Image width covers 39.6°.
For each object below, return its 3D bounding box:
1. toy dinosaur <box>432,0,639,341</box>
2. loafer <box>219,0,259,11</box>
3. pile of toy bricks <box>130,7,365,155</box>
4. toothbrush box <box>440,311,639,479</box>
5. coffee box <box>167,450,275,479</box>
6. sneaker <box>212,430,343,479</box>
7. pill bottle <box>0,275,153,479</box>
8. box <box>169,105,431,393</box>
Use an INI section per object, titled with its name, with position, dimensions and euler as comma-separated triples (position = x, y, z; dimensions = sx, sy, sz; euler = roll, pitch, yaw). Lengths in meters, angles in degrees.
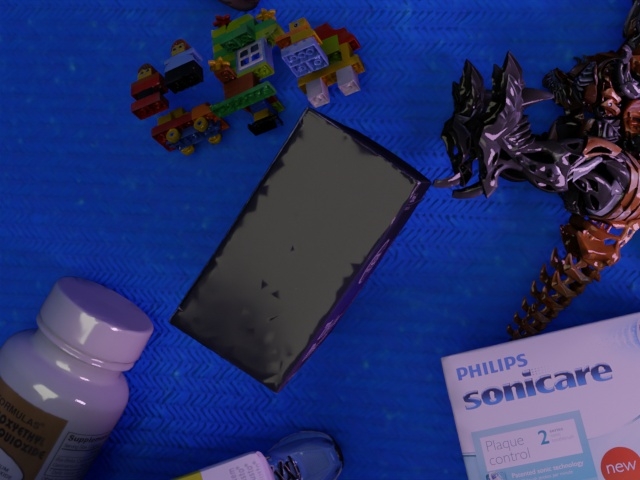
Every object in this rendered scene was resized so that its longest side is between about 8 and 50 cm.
[toy dinosaur]
position = 0.226, -0.072, 0.761
dimensions = 0.218, 0.164, 0.321
euler = 17, 75, -9
[loafer]
position = -0.188, -0.292, 0.830
dimensions = 0.303, 0.109, 0.095
euler = 20, 137, 8
[pile of toy bricks]
position = -0.077, -0.169, 0.827
dimensions = 0.212, 0.118, 0.105
euler = -19, 58, 18
[toothbrush box]
position = 0.240, 0.219, 0.719
dimensions = 0.216, 0.126, 0.295
euler = -14, 71, 12
[coffee box]
position = -0.138, 0.398, 0.655
dimensions = 0.334, 0.337, 0.338
euler = -18, 64, -6
[sneaker]
position = -0.053, 0.236, 0.854
dimensions = 0.162, 0.073, 0.063
euler = -24, 90, 10
[pill bottle]
position = -0.260, 0.156, 0.852
dimensions = 0.131, 0.131, 0.229
euler = 32, 98, 6
[box]
position = 0.000, 0.000, 0.735
dimensions = 0.103, 0.261, 0.184
euler = 32, 98, 6
